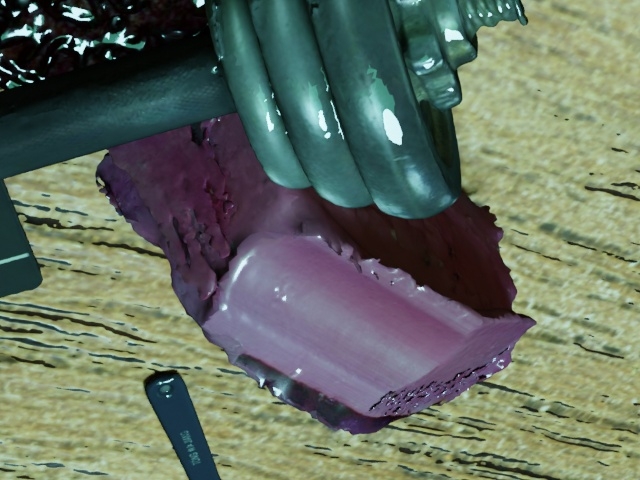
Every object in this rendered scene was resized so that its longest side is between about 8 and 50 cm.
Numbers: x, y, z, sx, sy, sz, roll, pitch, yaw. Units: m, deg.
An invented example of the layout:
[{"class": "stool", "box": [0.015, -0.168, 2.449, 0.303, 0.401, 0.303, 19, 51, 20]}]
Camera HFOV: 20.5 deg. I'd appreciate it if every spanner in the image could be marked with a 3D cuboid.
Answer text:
[{"class": "spanner", "box": [-0.085, 0.157, 1.262, 0.046, 0.012, 0.208, -19, 138, -1]}]

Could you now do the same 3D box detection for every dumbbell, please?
[{"class": "dumbbell", "box": [-0.106, -0.059, 0.808, 0.406, 0.179, 0.179, -15, 139, 10]}]

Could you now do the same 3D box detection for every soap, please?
[{"class": "soap", "box": [0.000, 0.000, 1.000, 0.112, 0.182, 0.289, -40, 133, 19]}]

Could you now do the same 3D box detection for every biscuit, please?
[{"class": "biscuit", "box": [-0.112, -0.147, 0.893, 0.194, 0.053, 0.195, -8, 137, -7]}]

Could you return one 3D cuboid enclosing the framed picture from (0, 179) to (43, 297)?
[{"class": "framed picture", "box": [-0.351, -0.012, 0.981, 0.347, 0.016, 0.265, -16, 138, -2]}]
